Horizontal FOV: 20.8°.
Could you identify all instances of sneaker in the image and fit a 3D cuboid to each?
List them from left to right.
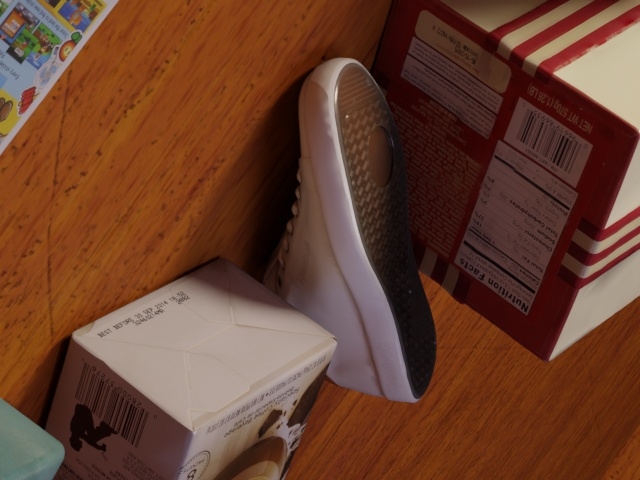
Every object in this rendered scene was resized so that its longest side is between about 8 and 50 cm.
[{"bbox_3d":[0.000,0.000,1.272,0.106,0.123,0.290,-57,144,-47],"label":"sneaker"}]

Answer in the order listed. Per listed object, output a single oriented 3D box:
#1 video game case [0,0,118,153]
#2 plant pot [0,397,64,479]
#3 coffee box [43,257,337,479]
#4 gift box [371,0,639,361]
[{"bbox_3d":[-0.162,-0.139,0.826,0.206,0.026,0.227,-53,159,-3],"label":"video game case"},{"bbox_3d":[-0.246,0.139,0.894,0.166,0.165,0.234,-60,165,15],"label":"plant pot"},{"bbox_3d":[-0.118,0.181,1.258,0.168,0.119,0.297,-28,147,-49],"label":"coffee box"},{"bbox_3d":[0.204,-0.101,1.322,0.258,0.255,0.276,-29,151,-43],"label":"gift box"}]
